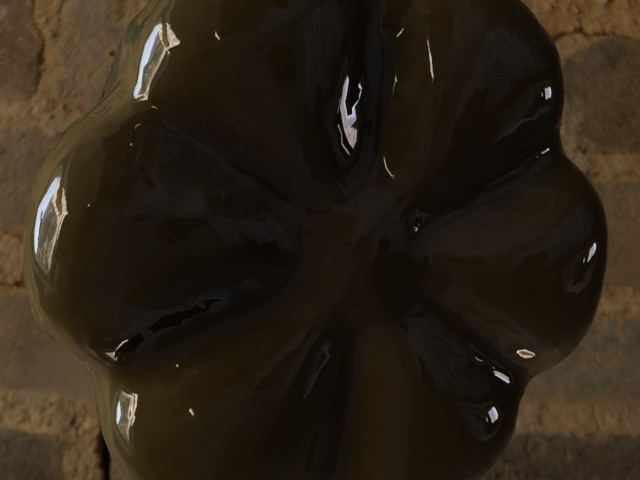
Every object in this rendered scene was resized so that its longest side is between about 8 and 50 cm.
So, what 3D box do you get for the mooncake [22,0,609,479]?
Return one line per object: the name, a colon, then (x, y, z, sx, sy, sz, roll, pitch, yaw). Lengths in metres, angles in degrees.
mooncake: (0.000, 0.000, 0.793, 0.467, 0.262, 0.466, -2, -84, -16)
